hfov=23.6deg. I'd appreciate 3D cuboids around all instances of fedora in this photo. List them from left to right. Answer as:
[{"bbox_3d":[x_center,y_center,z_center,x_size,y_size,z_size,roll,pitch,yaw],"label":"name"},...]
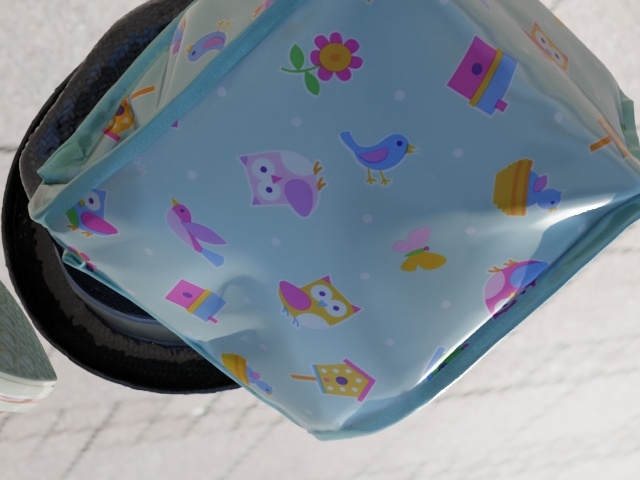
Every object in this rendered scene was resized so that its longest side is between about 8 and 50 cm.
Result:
[{"bbox_3d":[-0.076,-0.067,1.005,0.334,0.334,0.152,-23,154,3],"label":"fedora"}]

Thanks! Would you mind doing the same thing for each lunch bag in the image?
[{"bbox_3d":[0.006,-0.033,0.793,0.223,0.160,0.262,39,116,-20],"label":"lunch bag"}]

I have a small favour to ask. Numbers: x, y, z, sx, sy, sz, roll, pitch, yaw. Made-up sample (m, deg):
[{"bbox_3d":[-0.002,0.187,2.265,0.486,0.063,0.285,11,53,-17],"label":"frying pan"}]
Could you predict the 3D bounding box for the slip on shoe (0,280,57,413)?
[{"bbox_3d":[-0.236,0.039,0.698,0.101,0.123,0.331,-39,160,14],"label":"slip on shoe"}]
